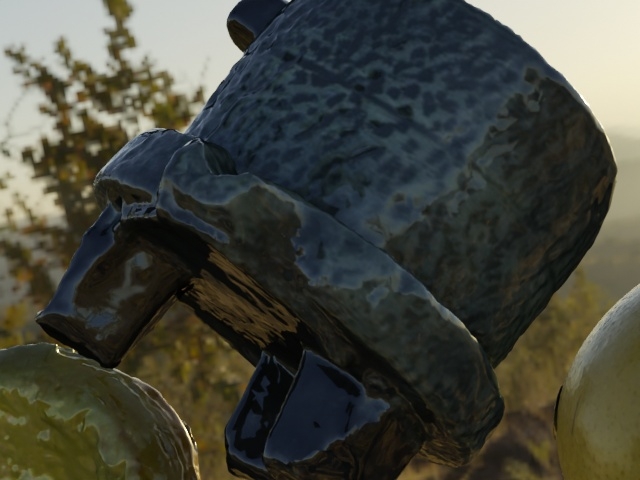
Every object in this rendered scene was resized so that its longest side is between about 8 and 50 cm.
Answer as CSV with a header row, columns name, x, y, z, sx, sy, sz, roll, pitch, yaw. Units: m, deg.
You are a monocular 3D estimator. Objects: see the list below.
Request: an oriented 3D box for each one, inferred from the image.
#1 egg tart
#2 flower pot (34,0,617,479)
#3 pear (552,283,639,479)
name,x,y,z,sx,sy,sz,roll,pitch,yaw
egg tart,-0.220,0.228,1.018,0.314,0.315,0.120,-11,-29,6
flower pot,0.000,0.000,0.839,0.283,0.299,0.299,-53,13,-12
pear,0.364,0.168,1.169,0.348,0.349,0.348,-11,2,0
